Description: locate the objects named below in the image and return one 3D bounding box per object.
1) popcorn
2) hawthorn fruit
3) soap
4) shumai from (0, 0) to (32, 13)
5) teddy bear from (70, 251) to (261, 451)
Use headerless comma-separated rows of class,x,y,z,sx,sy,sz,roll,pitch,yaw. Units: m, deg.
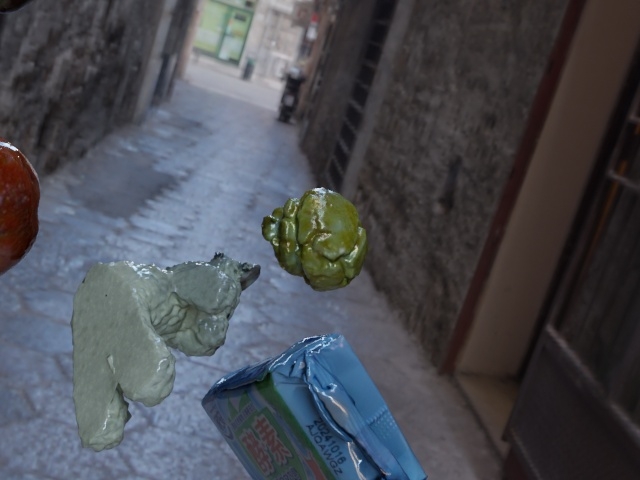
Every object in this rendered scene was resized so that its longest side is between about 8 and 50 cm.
popcorn,0.000,0.000,1.906,0.204,0.183,0.221,68,9,20
hawthorn fruit,-0.539,-0.071,1.482,0.241,0.242,0.272,13,31,-23
soap,-0.013,0.172,0.879,0.156,0.077,0.293,56,-26,1
shumai,-0.479,-0.435,1.335,0.272,0.222,0.204,52,-11,29
teddy bear,-0.226,0.170,1.662,0.362,0.327,0.375,21,33,-42
